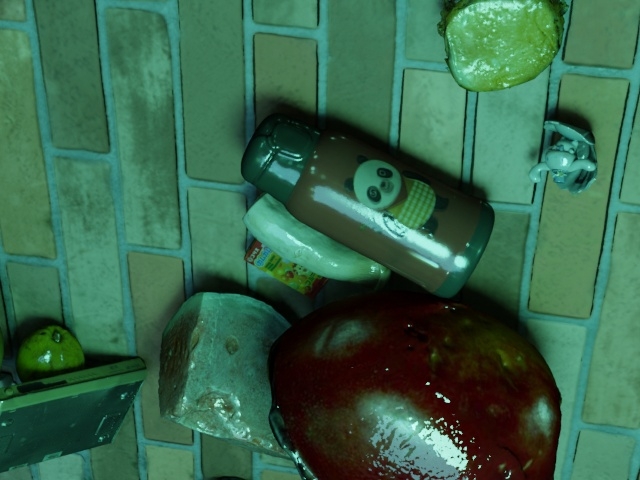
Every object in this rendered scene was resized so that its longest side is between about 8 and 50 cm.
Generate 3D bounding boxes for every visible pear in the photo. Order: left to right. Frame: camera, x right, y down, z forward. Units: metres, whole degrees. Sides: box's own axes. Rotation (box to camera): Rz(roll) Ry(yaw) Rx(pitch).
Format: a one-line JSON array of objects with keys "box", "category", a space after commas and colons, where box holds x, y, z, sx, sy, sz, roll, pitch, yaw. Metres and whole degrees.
[{"box": [-0.423, 0.190, 2.023, 0.107, 0.107, 0.131, 24, 133, -4], "category": "pear"}]

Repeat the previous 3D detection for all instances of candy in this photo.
[{"box": [-0.042, 0.029, 1.861, 0.122, 0.038, 0.062, 30, 126, -9], "category": "candy"}]

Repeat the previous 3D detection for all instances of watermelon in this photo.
[{"box": [-0.132, 0.223, 1.922, 0.148, 0.226, 0.318, -14, 112, 53], "category": "watermelon"}]

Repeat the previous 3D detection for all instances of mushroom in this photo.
[{"box": [0.000, 0.004, 1.803, 0.223, 0.092, 0.081, 31, 138, -7], "category": "mushroom"}]

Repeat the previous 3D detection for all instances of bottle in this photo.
[{"box": [0.054, -0.054, 1.717, 0.336, 0.144, 0.144, 26, 126, -5], "category": "bottle"}]

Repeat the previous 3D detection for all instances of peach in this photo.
[{"box": [0.124, 0.236, 1.795, 0.417, 0.339, 0.353, 11, 112, 7], "category": "peach"}]

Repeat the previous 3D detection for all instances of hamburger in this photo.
[{"box": [0.219, -0.261, 1.547, 0.159, 0.131, 0.185, -8, 129, 8], "category": "hamburger"}]

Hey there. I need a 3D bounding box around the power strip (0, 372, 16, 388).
[{"box": [-0.629, 0.223, 2.141, 0.253, 0.027, 0.060, 13, 126, 4], "category": "power strip"}]

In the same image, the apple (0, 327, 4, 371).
[{"box": [-0.621, 0.148, 1.940, 0.295, 0.258, 0.233, 22, 119, 12], "category": "apple"}]

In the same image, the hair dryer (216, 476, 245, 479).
[{"box": [-0.060, 0.494, 2.171, 0.251, 0.089, 0.197, -3, 124, 8], "category": "hair dryer"}]

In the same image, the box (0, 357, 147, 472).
[{"box": [-0.415, 0.280, 2.010, 0.045, 0.270, 0.211, 53, 130, 28], "category": "box"}]

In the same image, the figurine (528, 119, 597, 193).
[{"box": [0.319, -0.105, 1.655, 0.082, 0.094, 0.086, 12, 101, -41], "category": "figurine"}]
